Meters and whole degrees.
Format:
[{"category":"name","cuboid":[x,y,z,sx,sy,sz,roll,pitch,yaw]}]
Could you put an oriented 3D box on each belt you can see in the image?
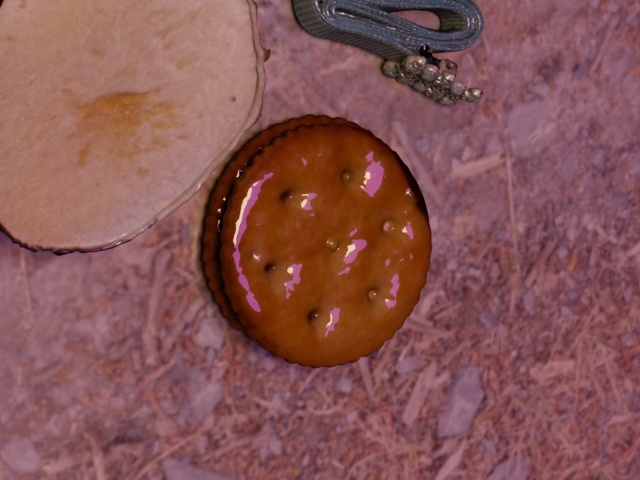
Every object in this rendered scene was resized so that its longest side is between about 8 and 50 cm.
[{"category":"belt","cuboid":[0.059,-0.180,1.452,0.179,0.065,0.100,7,87,-29]}]

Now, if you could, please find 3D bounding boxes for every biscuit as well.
[{"category":"biscuit","cuboid":[0.000,0.000,1.443,0.220,0.066,0.221,-6,101,-30]}]

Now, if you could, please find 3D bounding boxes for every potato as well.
[{"category":"potato","cuboid":[-0.183,-0.159,1.253,0.246,0.196,0.300,-8,132,-25]}]
